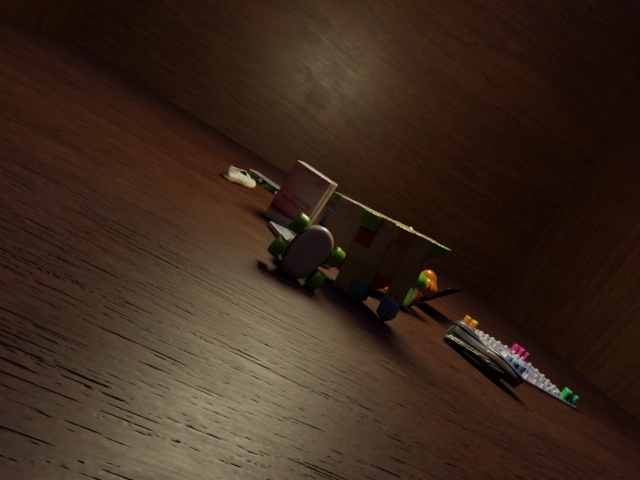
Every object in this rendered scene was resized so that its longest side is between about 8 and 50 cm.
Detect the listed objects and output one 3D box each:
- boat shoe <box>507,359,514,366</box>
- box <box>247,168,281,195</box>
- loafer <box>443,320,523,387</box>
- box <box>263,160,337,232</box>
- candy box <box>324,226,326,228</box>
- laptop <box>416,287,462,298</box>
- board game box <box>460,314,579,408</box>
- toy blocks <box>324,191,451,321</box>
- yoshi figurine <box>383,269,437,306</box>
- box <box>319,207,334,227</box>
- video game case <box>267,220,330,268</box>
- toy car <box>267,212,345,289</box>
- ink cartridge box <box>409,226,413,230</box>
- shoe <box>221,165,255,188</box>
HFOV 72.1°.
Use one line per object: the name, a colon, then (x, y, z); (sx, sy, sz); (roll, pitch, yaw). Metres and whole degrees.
boat shoe: (0.656, 0.448, 1.545); (0.043, 0.049, 0.137); (34, 5, -7)
box: (-0.262, -0.279, 2.183); (0.207, 0.036, 0.114); (34, 10, 8)
loafer: (0.512, 0.375, 1.407); (0.267, 0.084, 0.096); (45, -17, 35)
box: (-0.069, -0.147, 1.576); (0.149, 0.232, 0.127); (35, 10, 8)
candy box: (0.101, -0.058, 1.718); (0.206, 0.027, 0.105); (-13, 6, -17)
laptop: (0.414, 0.178, 1.819); (0.264, 0.136, 0.234); (38, 10, 27)
board game box: (0.817, 0.492, 1.832); (0.390, 0.050, 0.390); (30, 10, -18)
toy blocks: (0.137, 0.054, 1.258); (0.382, 0.260, 0.191); (30, 10, 21)
yoshi figurine: (0.230, 0.096, 1.539); (0.362, 0.203, 0.203); (24, -3, -33)
box: (0.098, -0.065, 2.118); (0.156, 0.093, 0.158); (28, 10, -28)
video game case: (-0.068, 0.014, 1.420); (0.173, 0.022, 0.190); (25, 12, -36)
toy car: (-0.048, 0.021, 1.148); (0.155, 0.149, 0.188); (44, -5, -13)
ink cartridge box: (0.371, 0.042, 2.128); (0.056, 0.225, 0.180); (78, -6, -55)
shoe: (-0.327, -0.264, 1.834); (0.077, 0.058, 0.219); (37, 10, 19)
